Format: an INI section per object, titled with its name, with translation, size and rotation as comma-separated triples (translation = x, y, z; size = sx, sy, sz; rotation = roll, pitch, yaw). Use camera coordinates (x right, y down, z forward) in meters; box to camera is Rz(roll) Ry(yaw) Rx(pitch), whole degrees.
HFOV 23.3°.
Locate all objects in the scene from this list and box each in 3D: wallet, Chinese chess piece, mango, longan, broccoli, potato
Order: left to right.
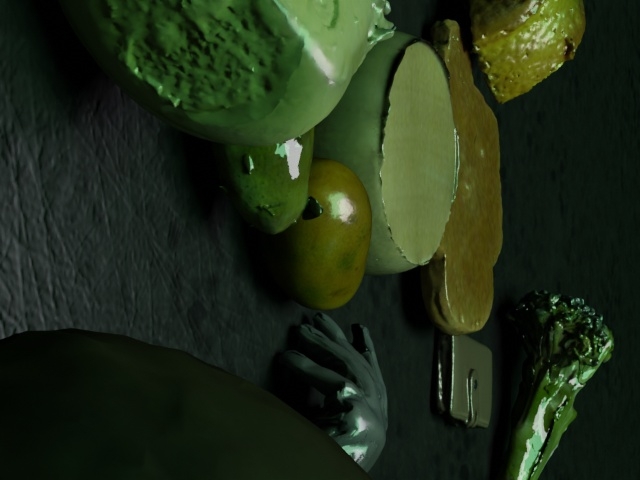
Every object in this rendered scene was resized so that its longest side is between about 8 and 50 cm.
[longan]
translation = -0.109, 0.275, 0.833
size = 0.404, 0.404, 0.436
rotation = -65, 149, -45
[potato]
translation = -0.053, -0.117, 1.312
size = 0.117, 0.090, 0.225
rotation = -12, 94, -38
[mango]
translation = -0.004, 0.000, 1.424
size = 0.111, 0.089, 0.163
rotation = -17, 126, -29
[Chinese chess piece]
translation = 0.060, -0.089, 1.565
size = 0.250, 0.103, 0.250
rotation = 0, 90, -67
[wallet]
translation = 0.179, 0.172, 1.901
size = 0.152, 0.038, 0.118
rotation = 29, 60, -64
[broccoli]
translation = 0.292, 0.214, 2.074
size = 0.165, 0.145, 0.304
rotation = 55, 50, -67

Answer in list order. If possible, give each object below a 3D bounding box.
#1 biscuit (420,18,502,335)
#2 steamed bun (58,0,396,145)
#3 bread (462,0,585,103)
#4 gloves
[biscuit]
translation = 0.148, -0.075, 1.820
size = 0.269, 0.051, 0.376
rotation = 20, 67, -63
[steamed bun]
translation = -0.081, -0.201, 1.161
size = 0.273, 0.166, 0.232
rotation = 47, 33, -25
[bread]
translation = 0.261, -0.304, 1.935
size = 0.261, 0.147, 0.160
rotation = -80, 152, -54
[gloves]
translation = 0.000, 0.190, 1.439
size = 0.142, 0.119, 0.285
rotation = 109, -4, -52
